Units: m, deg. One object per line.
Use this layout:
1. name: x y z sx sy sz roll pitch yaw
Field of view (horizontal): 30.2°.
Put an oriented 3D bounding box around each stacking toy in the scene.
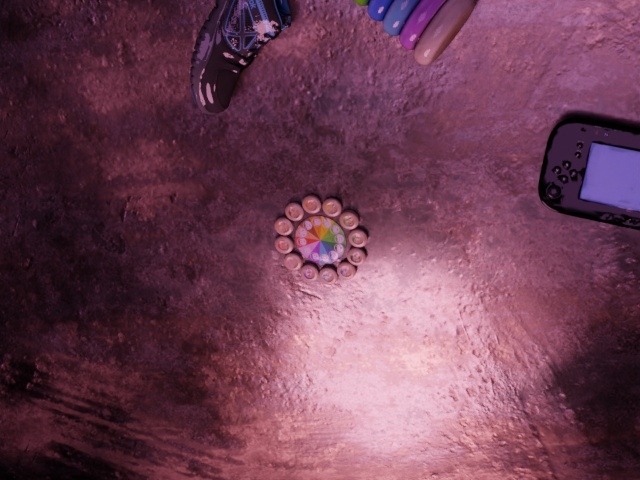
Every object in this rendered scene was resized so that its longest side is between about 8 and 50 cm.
1. stacking toy: 0.086 -0.436 1.937 0.330 0.141 0.141 38 120 5

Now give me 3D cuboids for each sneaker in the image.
1. sneaker: -0.130 -0.358 2.031 0.140 0.125 0.340 20 121 2

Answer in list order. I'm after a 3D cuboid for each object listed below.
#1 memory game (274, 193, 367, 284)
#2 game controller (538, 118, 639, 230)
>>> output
1. memory game: 0.000 0.000 2.222 0.186 0.012 0.186 7 117 14
2. game controller: 0.530 -0.102 1.980 0.319 0.067 0.166 12 117 11
